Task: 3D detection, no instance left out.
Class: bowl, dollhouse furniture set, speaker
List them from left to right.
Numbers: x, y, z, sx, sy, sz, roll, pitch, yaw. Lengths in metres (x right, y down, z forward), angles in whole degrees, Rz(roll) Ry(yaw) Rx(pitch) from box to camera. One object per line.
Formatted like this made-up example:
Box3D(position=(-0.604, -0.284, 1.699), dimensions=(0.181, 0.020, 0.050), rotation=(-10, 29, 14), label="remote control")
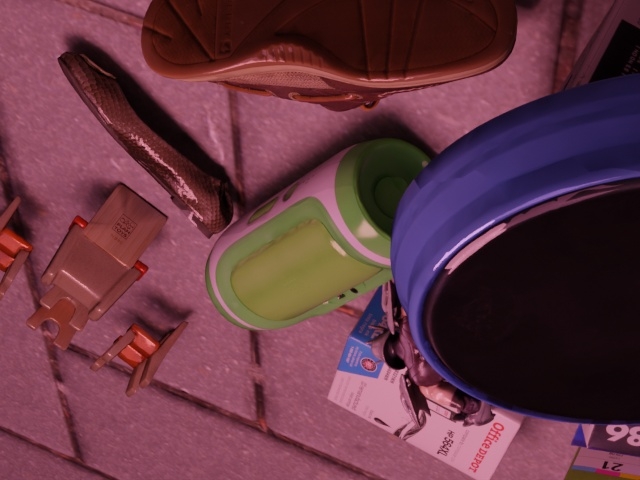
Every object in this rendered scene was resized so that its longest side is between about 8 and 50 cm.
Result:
Box3D(position=(-0.271, 0.040, 1.872), dimensions=(0.262, 0.135, 0.259), rotation=(37, 157, -6), label="dollhouse furniture set")
Box3D(position=(0.000, 0.000, 1.569), dimensions=(0.131, 0.131, 0.296), rotation=(42, 145, -13), label="speaker")
Box3D(position=(0.248, 0.025, 1.177), dimensions=(0.391, 0.077, 0.391), rotation=(0, 146, 0), label="bowl")

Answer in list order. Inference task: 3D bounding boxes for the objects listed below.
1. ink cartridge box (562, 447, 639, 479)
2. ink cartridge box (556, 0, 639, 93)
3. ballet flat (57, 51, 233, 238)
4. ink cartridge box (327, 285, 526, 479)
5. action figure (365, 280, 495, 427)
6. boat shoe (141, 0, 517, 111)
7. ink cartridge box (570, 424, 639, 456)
Box3D(position=(0.304, 0.314, 1.596), dimensions=(0.097, 0.255, 0.189), rotation=(6, 138, 34), label="ink cartridge box")
Box3D(position=(0.191, -0.061, 1.290), dimensions=(0.069, 0.176, 0.371), rotation=(31, 146, 1), label="ink cartridge box")
Box3D(position=(-0.177, -0.107, 1.648), dimensions=(0.250, 0.058, 0.084), rotation=(48, 179, -13), label="ballet flat")
Box3D(position=(0.124, 0.155, 1.696), dimensions=(0.203, 0.086, 0.148), rotation=(28, 145, 9), label="ink cartridge box")
Box3D(position=(0.169, 0.096, 1.548), dimensions=(0.285, 0.099, 0.185), rotation=(-7, 112, 31), label="action figure")
Box3D(position=(0.017, -0.173, 1.370), dimensions=(0.342, 0.123, 0.123), rotation=(-2, 166, 25), label="boat shoe")
Box3D(position=(0.338, 0.116, 1.409), dimensions=(0.165, 0.065, 0.333), rotation=(9, 135, 0), label="ink cartridge box")
